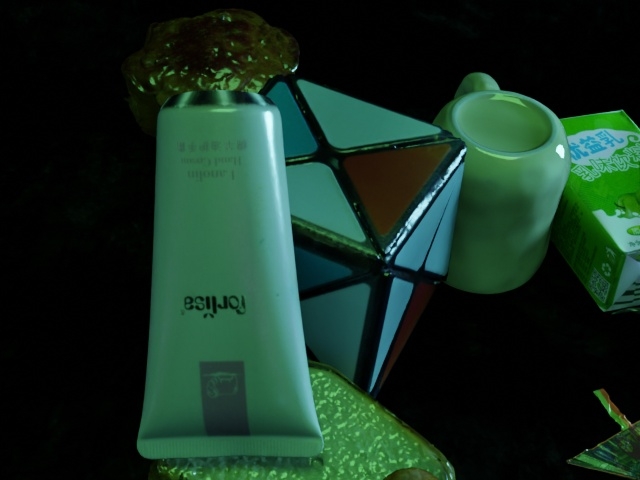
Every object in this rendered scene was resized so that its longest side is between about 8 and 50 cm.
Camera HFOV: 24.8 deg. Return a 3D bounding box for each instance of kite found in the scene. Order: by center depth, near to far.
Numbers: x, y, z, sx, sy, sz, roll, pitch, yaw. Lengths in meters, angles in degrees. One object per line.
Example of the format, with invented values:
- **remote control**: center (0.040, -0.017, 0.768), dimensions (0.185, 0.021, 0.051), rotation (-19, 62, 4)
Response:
- **kite**: center (0.354, 0.218, 1.599), dimensions (0.190, 0.010, 0.159), rotation (-24, 50, -31)

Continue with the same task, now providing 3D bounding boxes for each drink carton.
- **drink carton**: center (0.363, -0.037, 1.810), dimensions (0.161, 0.108, 0.271), rotation (-9, 43, -20)

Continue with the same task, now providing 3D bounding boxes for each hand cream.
- **hand cream**: center (-0.095, 0.036, 1.418), dimensions (0.185, 0.359, 0.118), rotation (-2, 2, 3)

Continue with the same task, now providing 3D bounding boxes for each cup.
- **cup**: center (0.217, -0.087, 1.774), dimensions (0.173, 0.202, 0.255), rotation (16, 42, 11)

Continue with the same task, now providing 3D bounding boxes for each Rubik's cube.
- **Rubik's cube**: center (0.000, 0.000, 1.618), dimensions (0.246, 0.248, 0.250), rotation (21, 45, 16)

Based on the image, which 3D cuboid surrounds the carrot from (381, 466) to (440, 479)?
- **carrot**: center (0.111, 0.314, 1.312), dimensions (0.159, 0.159, 0.225), rotation (-14, 63, -21)

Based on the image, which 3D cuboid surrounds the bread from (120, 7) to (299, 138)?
- **bread**: center (-0.146, -0.212, 1.913), dimensions (0.232, 0.135, 0.247), rotation (-2, 43, -9)

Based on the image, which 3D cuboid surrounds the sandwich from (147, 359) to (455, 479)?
- **sandwich**: center (-0.013, 0.245, 1.459), dimensions (0.251, 0.087, 0.226), rotation (36, 61, 28)
